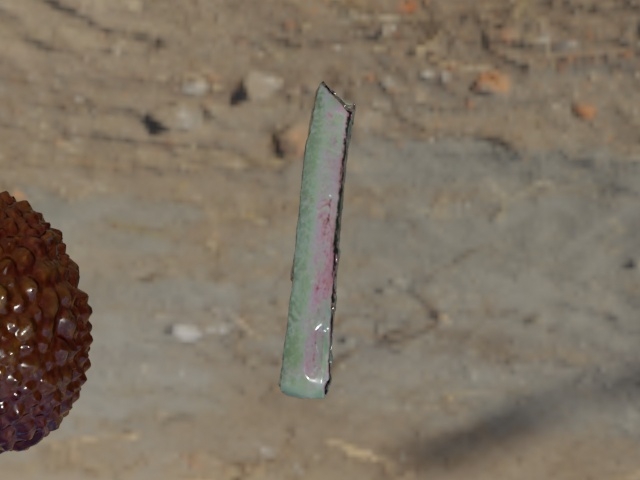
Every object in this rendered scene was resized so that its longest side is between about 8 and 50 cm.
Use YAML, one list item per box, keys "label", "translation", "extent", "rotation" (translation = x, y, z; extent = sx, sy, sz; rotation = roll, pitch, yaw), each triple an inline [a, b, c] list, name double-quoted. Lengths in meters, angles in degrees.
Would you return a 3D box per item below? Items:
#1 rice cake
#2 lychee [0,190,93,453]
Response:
- label: "rice cake"
  translation: [-0.001, 0.000, 1.044]
  extent: [0.033, 0.208, 0.033]
  rotation: [7, 165, -3]
- label: "lychee"
  translation: [-0.170, 0.039, 0.795]
  extent: [0.123, 0.129, 0.123]
  rotation: [2, -167, -1]
